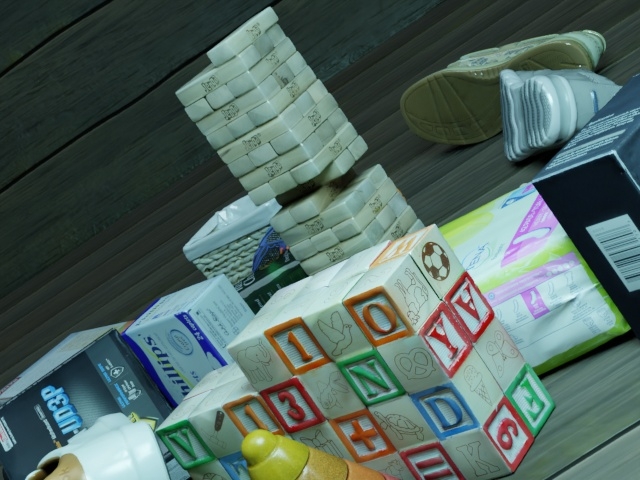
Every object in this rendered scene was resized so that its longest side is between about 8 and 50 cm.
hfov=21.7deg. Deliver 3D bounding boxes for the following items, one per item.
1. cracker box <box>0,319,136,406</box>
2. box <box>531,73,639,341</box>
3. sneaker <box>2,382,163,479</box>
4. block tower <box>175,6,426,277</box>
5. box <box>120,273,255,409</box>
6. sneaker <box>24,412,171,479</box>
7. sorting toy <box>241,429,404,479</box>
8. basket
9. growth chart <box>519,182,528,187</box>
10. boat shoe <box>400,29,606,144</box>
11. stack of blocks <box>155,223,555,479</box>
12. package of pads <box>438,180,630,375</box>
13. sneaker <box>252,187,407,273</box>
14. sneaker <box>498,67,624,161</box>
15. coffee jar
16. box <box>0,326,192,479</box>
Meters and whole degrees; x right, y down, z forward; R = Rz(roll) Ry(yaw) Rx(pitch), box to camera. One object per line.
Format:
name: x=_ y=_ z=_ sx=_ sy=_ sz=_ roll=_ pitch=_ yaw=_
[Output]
cracker box: x=-0.325 y=0.183 z=2.214 sx=0.156 sy=0.067 sz=0.232 roll=-40 pitch=14 yaw=-28
box: x=0.266 y=-0.034 z=1.237 sx=0.158 sy=0.156 sz=0.093 roll=-43 pitch=13 yaw=-35
sneaker: x=-0.261 y=0.221 z=1.928 sx=0.235 sy=0.084 sz=0.097 roll=-38 pitch=-12 yaw=-19
block tower: x=-0.002 y=-0.053 z=1.601 sx=0.097 sy=0.335 sz=0.091 roll=-26 pitch=14 yaw=37
box: x=-0.124 y=0.117 z=1.784 sx=0.137 sy=0.126 sz=0.072 roll=-22 pitch=19 yaw=50
sneaker: x=-0.208 y=0.212 z=1.445 sx=0.123 sy=0.105 sz=0.290 roll=-20 pitch=-9 yaw=-14
sorting toy: x=-0.099 y=0.225 z=1.261 sx=0.366 sy=0.126 sz=0.127 roll=-26 pitch=25 yaw=36
basket: x=-0.074 y=-0.003 z=2.170 sx=0.167 sy=0.103 sz=0.113 roll=-27 pitch=14 yaw=36
growth chart: x=0.235 y=-0.033 z=1.648 sx=0.172 sy=0.021 sz=0.237 roll=-44 pitch=15 yaw=-35
boat shoe: x=0.233 y=-0.197 z=2.132 sx=0.285 sy=0.104 sz=0.089 roll=-12 pitch=19 yaw=37
stack of blocks: x=0.009 y=0.121 z=1.293 sx=0.297 sy=0.171 sz=0.087 roll=-25 pitch=15 yaw=41
package of pads: x=0.142 y=0.046 z=1.401 sx=0.297 sy=0.101 sz=0.229 roll=-29 pitch=12 yaw=31
sneaker: x=0.000 y=0.000 z=2.024 sx=0.221 sy=0.083 sz=0.087 roll=-31 pitch=18 yaw=30
sneaker: x=0.270 y=-0.142 z=1.873 sx=0.115 sy=0.105 sz=0.281 roll=-6 pitch=8 yaw=-6
coffee jar: x=-0.058 y=0.072 z=1.894 sx=0.184 sy=0.079 sz=0.096 roll=-34 pitch=12 yaw=6
box: x=-0.233 y=0.206 z=1.691 sx=0.175 sy=0.051 sz=0.220 roll=-35 pitch=39 yaw=-5
